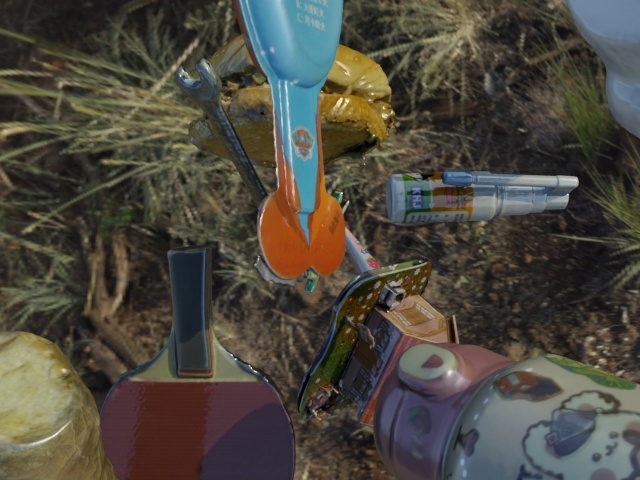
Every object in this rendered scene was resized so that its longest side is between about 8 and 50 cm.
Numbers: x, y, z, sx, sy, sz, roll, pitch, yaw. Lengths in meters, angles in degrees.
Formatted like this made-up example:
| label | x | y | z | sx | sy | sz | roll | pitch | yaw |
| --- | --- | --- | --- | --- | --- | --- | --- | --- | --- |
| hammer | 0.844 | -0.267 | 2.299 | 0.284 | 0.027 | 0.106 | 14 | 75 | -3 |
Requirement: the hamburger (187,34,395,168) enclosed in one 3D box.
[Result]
| label | x | y | z | sx | sy | sz | roll | pitch | yaw |
| --- | --- | --- | --- | --- | --- | --- | --- | --- | --- |
| hamburger | -0.051 | -0.201 | 1.295 | 0.318 | 0.318 | 0.158 | -3 | 76 | 29 |

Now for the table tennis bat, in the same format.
| label | x | y | z | sx | sy | sz | roll | pitch | yaw |
| --- | --- | --- | --- | --- | --- | --- | --- | --- | --- |
| table tennis bat | -0.081 | 0.108 | 0.554 | 0.130 | 0.019 | 0.220 | 0 | 108 | -1 |

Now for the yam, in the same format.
| label | x | y | z | sx | sy | sz | roll | pitch | yaw |
| --- | --- | --- | --- | --- | --- | --- | --- | --- | --- |
| yam | -0.117 | 0.156 | 0.421 | 0.066 | 0.066 | 0.300 | 31 | 143 | 28 |

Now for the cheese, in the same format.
| label | x | y | z | sx | sy | sz | roll | pitch | yaw |
| --- | --- | --- | --- | --- | --- | --- | --- | --- | --- |
| cheese | -0.016 | -0.102 | 0.483 | 0.037 | 0.106 | 0.256 | -4 | 87 | 35 |

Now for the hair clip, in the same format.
| label | x | y | z | sx | sy | sz | roll | pitch | yaw |
| --- | --- | --- | --- | --- | --- | --- | --- | --- | --- |
| hair clip | -0.001 | 0.000 | 1.397 | 0.049 | 0.049 | 0.173 | 16 | 81 | 29 |

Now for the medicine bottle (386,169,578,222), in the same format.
| label | x | y | z | sx | sy | sz | roll | pitch | yaw |
| --- | --- | --- | --- | --- | --- | --- | --- | --- | --- |
| medicine bottle | 0.194 | -0.059 | 1.035 | 0.220 | 0.092 | 0.061 | -2 | 73 | -5 |

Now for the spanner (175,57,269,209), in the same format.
| label | x | y | z | sx | sy | sz | roll | pitch | yaw |
| --- | --- | --- | --- | --- | --- | --- | --- | --- | --- |
| spanner | -0.082 | -0.081 | 0.897 | 0.054 | 0.254 | 0.015 | 5 | 46 | 34 |

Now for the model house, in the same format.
| label | x | y | z | sx | sy | sz | roll | pitch | yaw |
| --- | --- | --- | --- | --- | --- | --- | --- | --- | --- |
| model house | 0.108 | 0.197 | 1.326 | 0.154 | 0.207 | 0.294 | 41 | 124 | 32 |

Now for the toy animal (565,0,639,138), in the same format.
| label | x | y | z | sx | sy | sz | roll | pitch | yaw |
| --- | --- | --- | --- | --- | --- | --- | --- | --- | --- |
| toy animal | 0.358 | -0.198 | 0.665 | 0.196 | 0.367 | 0.241 | 36 | 124 | 48 |

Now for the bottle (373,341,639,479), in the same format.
| label | x | y | z | sx | sy | sz | roll | pitch | yaw |
| --- | --- | --- | --- | --- | --- | --- | --- | --- | --- |
| bottle | 0.130 | 0.122 | 0.418 | 0.253 | 0.120 | 0.120 | 19 | 95 | 47 |

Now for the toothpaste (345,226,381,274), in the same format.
| label | x | y | z | sx | sy | sz | roll | pitch | yaw |
| --- | --- | --- | --- | --- | --- | --- | --- | --- | --- |
| toothpaste | 0.074 | 0.034 | 1.541 | 0.042 | 0.067 | 0.194 | -25 | 40 | -7 |
